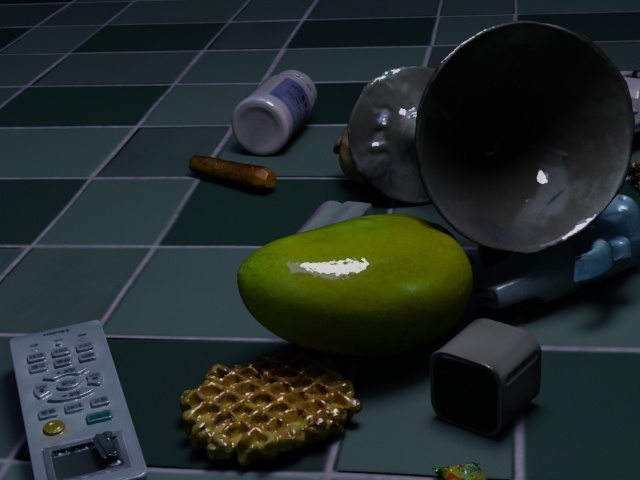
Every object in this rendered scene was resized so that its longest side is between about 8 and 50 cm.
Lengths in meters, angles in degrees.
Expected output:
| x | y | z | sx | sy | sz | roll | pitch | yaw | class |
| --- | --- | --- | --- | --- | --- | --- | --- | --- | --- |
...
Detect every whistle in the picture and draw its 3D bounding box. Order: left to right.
| x | y | z | sx | sy | sz | roll | pitch | yaw | class |
| --- | --- | --- | --- | --- | --- | --- | --- | --- | --- |
| 0.300 | 0.020 | 1.355 | 0.274 | 0.093 | 0.186 | -23 | 15 | -29 | whistle |

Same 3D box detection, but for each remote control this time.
| x | y | z | sx | sy | sz | roll | pitch | yaw | class |
| --- | --- | --- | --- | --- | --- | --- | --- | --- | --- |
| -0.255 | 0.173 | 1.157 | 0.103 | 0.051 | 0.293 | -12 | 30 | -15 | remote control |

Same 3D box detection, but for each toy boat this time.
| x | y | z | sx | sy | sz | roll | pitch | yaw | class |
| --- | --- | --- | --- | --- | --- | --- | --- | --- | --- |
| 0.486 | -0.210 | 1.813 | 0.129 | 0.088 | 0.295 | 12 | 29 | 32 | toy boat |

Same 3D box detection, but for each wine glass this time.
| x | y | z | sx | sy | sz | roll | pitch | yaw | class |
| --- | --- | --- | --- | --- | --- | --- | --- | --- | --- |
| 0.185 | -0.130 | 1.432 | 0.267 | 0.267 | 0.406 | -10 | 7 | -12 | wine glass |

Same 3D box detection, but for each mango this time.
| x | y | z | sx | sy | sz | roll | pitch | yaw | class |
| --- | --- | --- | --- | --- | --- | --- | --- | --- | --- |
| 0.051 | 0.053 | 1.228 | 0.273 | 0.149 | 0.185 | -11 | 24 | -43 | mango |

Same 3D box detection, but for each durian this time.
| x | y | z | sx | sy | sz | roll | pitch | yaw | class |
| --- | --- | --- | --- | --- | --- | --- | --- | --- | --- |
| 0.486 | -0.092 | 1.607 | 0.066 | 0.052 | 0.130 | -18 | 28 | -32 | durian |

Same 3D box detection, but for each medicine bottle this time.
| x | y | z | sx | sy | sz | roll | pitch | yaw | class |
| --- | --- | --- | --- | --- | --- | --- | --- | --- | --- |
| -0.074 | -0.223 | 1.910 | 0.103 | 0.102 | 0.186 | 4 | 26 | 17 | medicine bottle |

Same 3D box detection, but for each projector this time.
| x | y | z | sx | sy | sz | roll | pitch | yaw | class |
| --- | --- | --- | --- | --- | --- | --- | --- | --- | --- |
| 0.167 | 0.136 | 1.128 | 0.083 | 0.083 | 0.082 | 15 | 31 | 36 | projector |

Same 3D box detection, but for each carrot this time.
| x | y | z | sx | sy | sz | roll | pitch | yaw | class |
| --- | --- | --- | --- | --- | --- | --- | --- | --- | --- |
| -0.141 | -0.107 | 1.746 | 0.171 | 0.042 | 0.042 | 15 | 31 | 35 | carrot |

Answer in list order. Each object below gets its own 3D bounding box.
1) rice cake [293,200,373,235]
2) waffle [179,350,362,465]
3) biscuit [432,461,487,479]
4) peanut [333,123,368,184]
| x | y | z | sx | sy | sz | roll | pitch | yaw | class |
| --- | --- | --- | --- | --- | --- | --- | --- | --- | --- |
| 0.000 | 0.001 | 1.495 | 0.080 | 0.042 | 0.222 | 7 | 28 | 19 | rice cake |
| -0.055 | 0.168 | 1.149 | 0.191 | 0.038 | 0.191 | -3 | 25 | 1 | waffle |
| 0.137 | 0.229 | 1.015 | 0.046 | 0.016 | 0.089 | -9 | 26 | -11 | biscuit |
| 0.164 | -0.177 | 1.704 | 0.291 | 0.159 | 0.143 | -9 | 6 | -8 | peanut |
